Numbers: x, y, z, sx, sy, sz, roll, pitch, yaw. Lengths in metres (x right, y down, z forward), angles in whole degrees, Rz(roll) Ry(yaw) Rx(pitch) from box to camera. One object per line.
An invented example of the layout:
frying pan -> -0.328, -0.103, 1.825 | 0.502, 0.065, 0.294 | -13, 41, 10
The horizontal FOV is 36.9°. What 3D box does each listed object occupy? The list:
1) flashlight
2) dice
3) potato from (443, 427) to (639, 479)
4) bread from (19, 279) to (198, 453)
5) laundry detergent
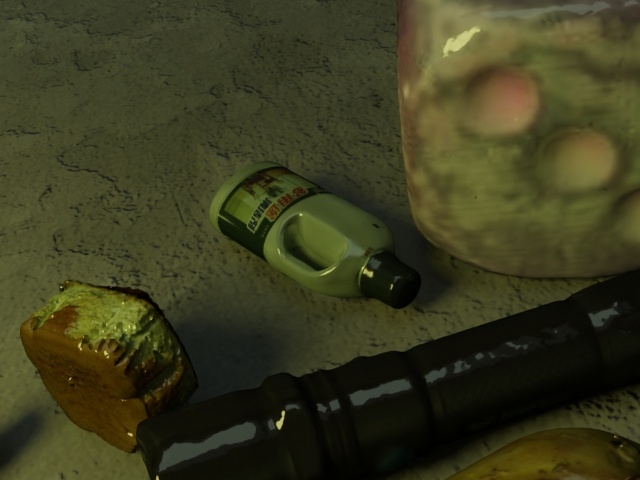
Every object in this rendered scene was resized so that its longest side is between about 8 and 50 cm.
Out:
flashlight -> 0.080, 0.116, 0.698 | 0.423, 0.103, 0.103 | -16, 39, -9
dice -> 0.210, -0.144, 0.843 | 0.271, 0.270, 0.270 | -2, 40, 10
potato -> 0.099, 0.221, 0.519 | 0.173, 0.140, 0.300 | 33, 60, 26
bread -> -0.161, 0.099, 0.741 | 0.140, 0.128, 0.069 | 7, 41, 38
laundry detergent -> 0.000, 0.000, 0.877 | 0.099, 0.070, 0.225 | -27, 42, -32
